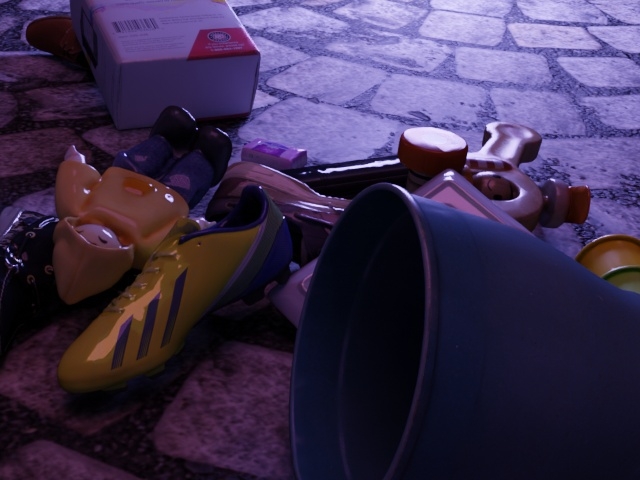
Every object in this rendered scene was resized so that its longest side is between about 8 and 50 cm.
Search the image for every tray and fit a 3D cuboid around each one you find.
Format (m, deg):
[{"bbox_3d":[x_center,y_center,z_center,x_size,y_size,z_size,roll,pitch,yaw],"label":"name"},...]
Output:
[{"bbox_3d":[0.090,0.023,1.071,0.270,0.030,0.145,-34,59,-21],"label":"tray"}]

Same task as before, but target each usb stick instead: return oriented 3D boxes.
[{"bbox_3d":[0.043,-0.083,1.365,0.278,0.045,0.077,-10,18,-24],"label":"usb stick"}]

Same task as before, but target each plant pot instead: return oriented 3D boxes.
[{"bbox_3d":[0.138,0.111,0.834,0.255,0.271,0.271,12,26,-19],"label":"plant pot"}]

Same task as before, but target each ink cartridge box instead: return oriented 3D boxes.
[{"bbox_3d":[-0.255,-0.321,1.609,0.226,0.131,0.306,-10,44,-22],"label":"ink cartridge box"}]

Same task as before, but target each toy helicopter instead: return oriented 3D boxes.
[{"bbox_3d":[0.240,-0.086,1.311,0.235,0.140,0.355,15,27,16],"label":"toy helicopter"}]

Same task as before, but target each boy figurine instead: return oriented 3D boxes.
[{"bbox_3d":[-0.203,-0.040,1.059,0.177,0.092,0.285,32,37,2],"label":"boy figurine"}]

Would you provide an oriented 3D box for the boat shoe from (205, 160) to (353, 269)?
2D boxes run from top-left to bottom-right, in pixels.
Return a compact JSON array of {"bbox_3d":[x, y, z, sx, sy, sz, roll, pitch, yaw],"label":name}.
[{"bbox_3d":[0.000,0.000,1.166,0.285,0.103,0.092,23,57,11],"label":"boat shoe"}]

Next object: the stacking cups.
[{"bbox_3d":[0.325,0.110,1.010,0.096,0.096,0.316,4,30,0],"label":"stacking cups"}]

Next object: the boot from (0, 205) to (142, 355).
[{"bbox_3d":[-0.264,0.040,1.064,0.179,0.085,0.236,4,30,-8],"label":"boot"}]

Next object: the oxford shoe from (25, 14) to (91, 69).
[{"bbox_3d":[-0.422,-0.334,1.732,0.212,0.076,0.076,14,39,16],"label":"oxford shoe"}]

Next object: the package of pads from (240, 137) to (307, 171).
[{"bbox_3d":[-0.065,-0.116,1.424,0.083,0.032,0.050,17,30,21],"label":"package of pads"}]

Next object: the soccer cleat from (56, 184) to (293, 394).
[{"bbox_3d":[-0.147,0.043,0.994,0.289,0.121,0.093,-35,31,-33],"label":"soccer cleat"}]
